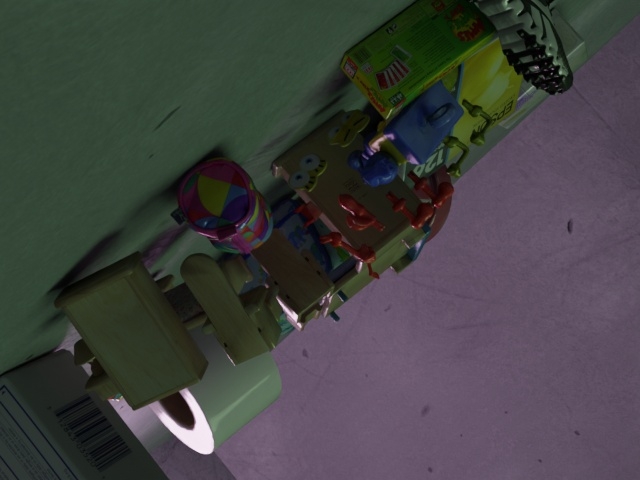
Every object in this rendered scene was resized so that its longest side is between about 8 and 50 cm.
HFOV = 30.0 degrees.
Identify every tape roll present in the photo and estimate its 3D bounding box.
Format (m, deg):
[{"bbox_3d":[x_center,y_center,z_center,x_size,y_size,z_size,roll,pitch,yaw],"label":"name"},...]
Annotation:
[{"bbox_3d":[-0.212,0.243,2.180,0.169,0.246,0.246,-36,172,-28],"label":"tape roll"}]

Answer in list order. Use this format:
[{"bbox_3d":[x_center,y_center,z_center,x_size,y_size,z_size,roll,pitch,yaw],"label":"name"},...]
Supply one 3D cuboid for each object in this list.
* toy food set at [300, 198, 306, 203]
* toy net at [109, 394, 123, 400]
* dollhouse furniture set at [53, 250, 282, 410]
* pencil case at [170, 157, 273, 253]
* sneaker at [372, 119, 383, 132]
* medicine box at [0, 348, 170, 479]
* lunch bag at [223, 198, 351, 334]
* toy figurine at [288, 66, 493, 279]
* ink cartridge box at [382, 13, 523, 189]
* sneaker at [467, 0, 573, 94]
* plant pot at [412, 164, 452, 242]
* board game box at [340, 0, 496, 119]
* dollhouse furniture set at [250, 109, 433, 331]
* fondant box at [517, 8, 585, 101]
[{"bbox_3d":[-0.038,-0.026,2.179,0.128,0.071,0.218,-11,164,-9],"label":"toy food set"},{"bbox_3d":[-0.382,0.269,2.285,0.232,0.045,0.122,-37,171,-34],"label":"toy net"},{"bbox_3d":[-0.188,0.041,1.584,0.303,0.173,0.355,-25,-161,20],"label":"dollhouse furniture set"},{"bbox_3d":[-0.118,-0.036,1.509,0.104,0.104,0.236,-40,173,1],"label":"pencil case"},{"bbox_3d":[0.141,-0.199,2.059,0.178,0.072,0.077,-23,175,-42],"label":"sneaker"},{"bbox_3d":[-0.411,0.353,1.722,0.289,0.263,0.149,-43,172,27],"label":"medicine box"},{"bbox_3d":[-0.062,0.045,2.029,0.219,0.176,0.090,-41,152,30],"label":"lunch bag"},{"bbox_3d":[0.147,-0.141,1.592,0.362,0.191,0.217,-48,-171,-26],"label":"toy figurine"},{"bbox_3d":[0.215,-0.203,1.928,0.304,0.072,0.307,-37,148,-31],"label":"ink cartridge box"},{"bbox_3d":[0.257,-0.290,1.484,0.106,0.234,0.078,-51,-157,-21],"label":"sneaker"},{"bbox_3d":[0.104,-0.082,2.100,0.201,0.201,0.180,-44,157,28],"label":"plant pot"},{"bbox_3d":[0.124,-0.243,1.508,0.181,0.092,0.043,-38,174,-16],"label":"board game box"},{"bbox_3d":[0.000,0.000,1.825,0.286,0.198,0.303,-38,167,-16],"label":"dollhouse furniture set"},{"bbox_3d":[0.435,-0.350,2.491,0.238,0.096,0.330,-41,172,12],"label":"fondant box"}]
